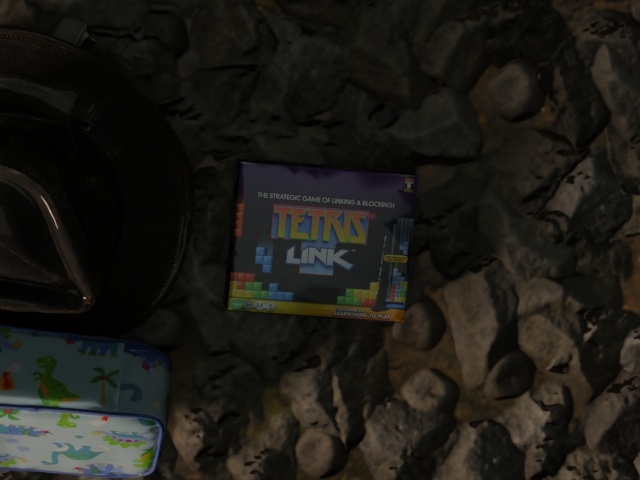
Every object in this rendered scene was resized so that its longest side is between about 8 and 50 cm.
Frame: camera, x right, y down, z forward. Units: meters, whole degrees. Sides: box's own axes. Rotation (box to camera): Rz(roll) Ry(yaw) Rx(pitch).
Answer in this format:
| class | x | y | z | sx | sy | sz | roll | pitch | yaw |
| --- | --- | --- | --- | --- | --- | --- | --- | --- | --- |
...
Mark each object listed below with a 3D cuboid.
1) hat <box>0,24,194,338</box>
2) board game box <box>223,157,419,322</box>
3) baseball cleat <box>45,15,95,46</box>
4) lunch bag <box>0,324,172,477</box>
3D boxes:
| class | x | y | z | sx | sy | sz | roll | pitch | yaw |
| --- | --- | --- | --- | --- | --- | --- | --- | --- | --- |
| hat | -0.256 | -0.014 | 1.356 | 0.331 | 0.134 | 0.331 | -5 | 114 | -13 |
| board game box | 0.000 | 0.000 | 1.480 | 0.170 | 0.048 | 0.141 | 4 | 98 | -9 |
| baseball cleat | -0.299 | -0.135 | 1.408 | 0.109 | 0.072 | 0.206 | 37 | 90 | -11 |
| lunch bag | -0.245 | 0.147 | 1.403 | 0.219 | 0.176 | 0.090 | 6 | 60 | -7 |
